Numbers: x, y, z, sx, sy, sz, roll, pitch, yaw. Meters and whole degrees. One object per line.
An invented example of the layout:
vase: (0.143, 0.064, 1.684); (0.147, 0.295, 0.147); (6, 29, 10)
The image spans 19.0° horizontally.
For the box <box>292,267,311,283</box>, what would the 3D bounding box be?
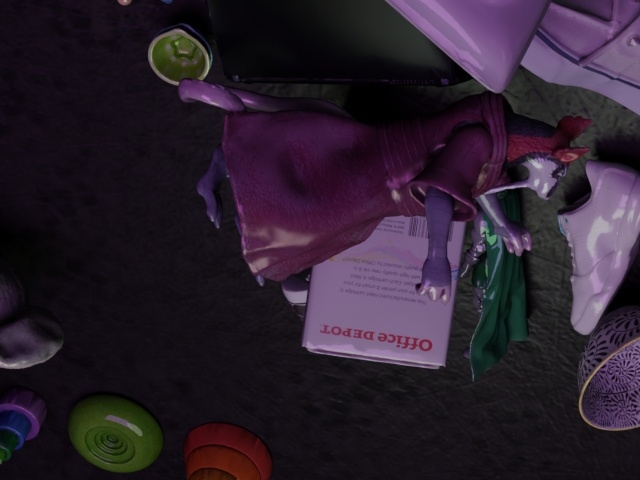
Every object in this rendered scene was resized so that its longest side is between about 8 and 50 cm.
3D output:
box: (0.000, 0.000, 2.122); (0.052, 0.083, 0.062); (27, 131, -7)

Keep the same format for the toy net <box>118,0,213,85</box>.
toy net: (-0.175, -0.270, 1.980); (0.122, 0.045, 0.232); (-27, 116, 33)

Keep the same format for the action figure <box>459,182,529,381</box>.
action figure: (0.186, 0.020, 2.076); (0.063, 0.137, 0.232); (13, 123, 23)

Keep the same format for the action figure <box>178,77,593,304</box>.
action figure: (0.082, -0.078, 1.866); (0.370, 0.248, 0.275); (-17, 93, 11)

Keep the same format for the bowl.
bowl: (0.346, 0.124, 2.104); (0.170, 0.080, 0.170); (-15, 140, -13)

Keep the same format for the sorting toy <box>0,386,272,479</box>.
sorting toy: (-0.251, 0.285, 2.407); (0.366, 0.126, 0.127); (13, 131, 5)

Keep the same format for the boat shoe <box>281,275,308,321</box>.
boat shoe: (0.064, 0.055, 2.159); (0.219, 0.077, 0.070); (-5, 126, 31)

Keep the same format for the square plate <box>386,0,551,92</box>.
square plate: (0.107, -0.359, 1.631); (0.347, 0.344, 0.049); (39, 153, -16)

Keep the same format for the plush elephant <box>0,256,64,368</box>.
plush elephant: (-0.446, 0.104, 2.262); (0.255, 0.271, 0.330); (-26, 162, -7)

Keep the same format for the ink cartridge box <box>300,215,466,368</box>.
ink cartridge box: (0.069, 0.020, 2.030); (0.154, 0.093, 0.212); (8, 91, -2)

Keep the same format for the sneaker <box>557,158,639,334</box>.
sneaker: (0.292, 0.002, 2.053); (0.094, 0.080, 0.212); (24, 125, 13)

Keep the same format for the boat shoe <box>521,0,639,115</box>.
boat shoe: (0.288, -0.214, 1.773); (0.367, 0.136, 0.156); (21, 125, -36)

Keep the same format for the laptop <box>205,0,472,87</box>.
laptop: (0.028, -0.220, 1.874); (0.234, 0.264, 0.136); (3, 99, 15)
